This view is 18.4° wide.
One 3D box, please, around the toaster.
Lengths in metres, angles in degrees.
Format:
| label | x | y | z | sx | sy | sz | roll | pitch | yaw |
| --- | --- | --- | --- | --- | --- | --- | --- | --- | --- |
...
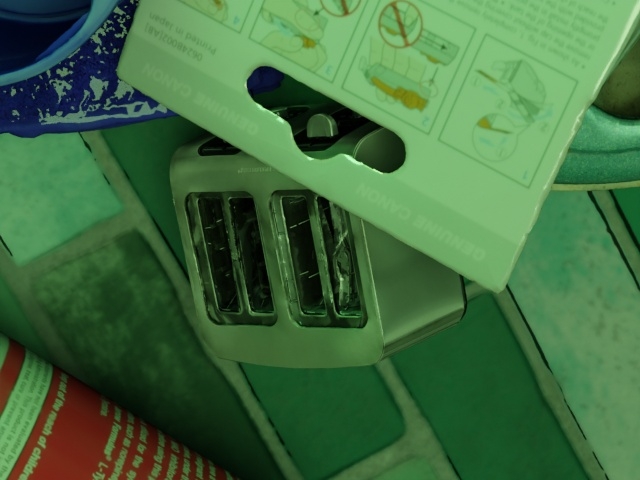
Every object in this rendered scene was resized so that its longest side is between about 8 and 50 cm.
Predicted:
| label | x | y | z | sx | sy | sz | roll | pitch | yaw |
| --- | --- | --- | --- | --- | --- | --- | --- | --- | --- |
| toaster | 0.000 | 0.000 | 1.338 | 0.168 | 0.110 | 0.186 | 1 | 107 | 40 |

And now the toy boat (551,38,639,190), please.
| label | x | y | z | sx | sy | sz | roll | pitch | yaw |
| --- | --- | --- | --- | --- | --- | --- | --- | --- | --- |
| toy boat | 0.172 | -0.184 | 1.319 | 0.267 | 0.148 | 0.318 | -1 | 106 | -5 |

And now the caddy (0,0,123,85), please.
| label | x | y | z | sx | sy | sz | roll | pitch | yaw |
| --- | --- | --- | --- | --- | --- | --- | --- | --- | --- |
| caddy | -0.255 | -0.229 | 1.192 | 0.341 | 0.179 | 0.241 | 15 | 110 | 10 |

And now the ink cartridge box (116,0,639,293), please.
| label | x | y | z | sx | sy | sz | roll | pitch | yaw |
| --- | --- | --- | --- | --- | --- | --- | --- | --- | --- |
| ink cartridge box | 0.077 | -0.208 | 1.217 | 0.308 | 0.091 | 0.385 | 30 | 108 | 20 |

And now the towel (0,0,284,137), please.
| label | x | y | z | sx | sy | sz | roll | pitch | yaw |
| --- | --- | --- | --- | --- | --- | --- | --- | --- | --- |
| towel | -0.157 | -0.224 | 1.313 | 0.227 | 0.076 | 0.308 | -11 | 106 | -3 |

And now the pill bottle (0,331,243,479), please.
| label | x | y | z | sx | sy | sz | roll | pitch | yaw |
| --- | --- | --- | --- | --- | --- | --- | --- | --- | --- |
| pill bottle | -0.150 | 0.239 | 1.364 | 0.407 | 0.229 | 0.229 | 33 | 100 | -13 |
